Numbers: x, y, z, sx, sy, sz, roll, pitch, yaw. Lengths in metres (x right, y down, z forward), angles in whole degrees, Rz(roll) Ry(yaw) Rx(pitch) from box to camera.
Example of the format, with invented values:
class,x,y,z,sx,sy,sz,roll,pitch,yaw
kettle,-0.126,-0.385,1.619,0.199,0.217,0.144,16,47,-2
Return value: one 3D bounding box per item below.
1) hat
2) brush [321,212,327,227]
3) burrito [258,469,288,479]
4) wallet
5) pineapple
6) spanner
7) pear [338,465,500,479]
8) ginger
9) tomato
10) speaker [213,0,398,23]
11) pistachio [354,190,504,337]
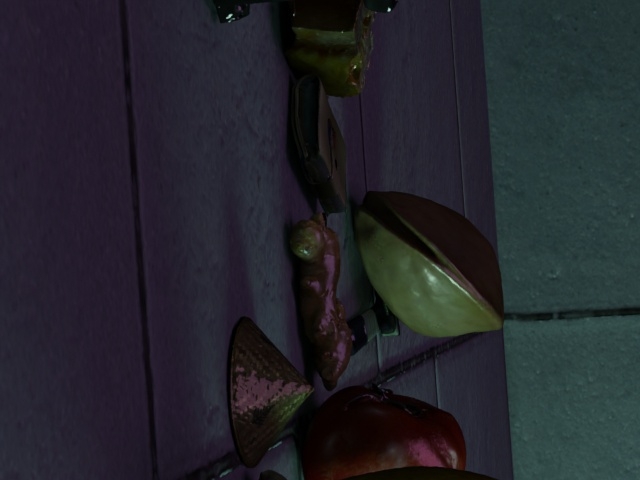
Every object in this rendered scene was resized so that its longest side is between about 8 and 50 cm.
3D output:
class,x,y,z,sx,sy,sz,roll,pitch,yaw
hat,-0.038,0.144,1.719,0.146,0.067,0.146,-4,90,-78
brush,0.000,0.000,2.081,0.024,0.008,0.083,75,16,-46
burrito,-0.022,0.369,1.723,0.096,0.066,0.309,-50,135,-66
wallet,-0.001,-0.104,2.041,0.155,0.039,0.110,64,21,-61
pineapple,0.014,-0.263,2.000,0.186,0.114,0.236,-56,143,-71
spanner,0.064,0.101,2.323,0.316,0.024,0.087,-24,108,-76
pear,0.064,0.372,1.447,0.362,0.362,0.418,-76,-172,-55
ginger,0.007,0.072,1.988,0.193,0.052,0.176,53,30,-70
tomato,0.067,0.240,1.951,0.187,0.187,0.151,19,89,-77
speaker,-0.021,-0.368,1.699,0.232,0.184,0.254,-77,163,-53
pistachio,0.141,0.031,2.329,0.163,0.213,0.260,-58,147,-5
